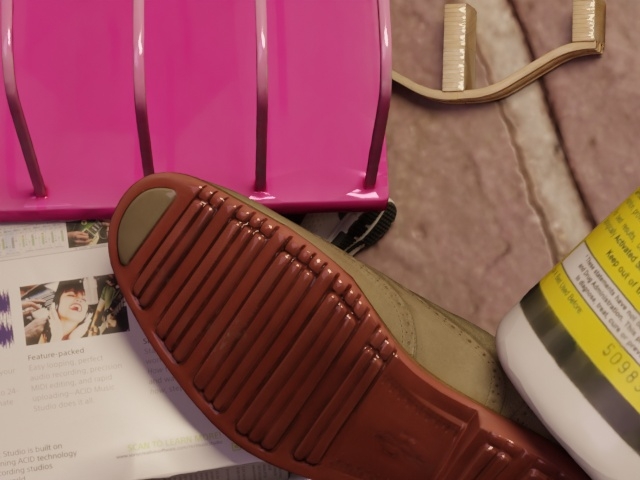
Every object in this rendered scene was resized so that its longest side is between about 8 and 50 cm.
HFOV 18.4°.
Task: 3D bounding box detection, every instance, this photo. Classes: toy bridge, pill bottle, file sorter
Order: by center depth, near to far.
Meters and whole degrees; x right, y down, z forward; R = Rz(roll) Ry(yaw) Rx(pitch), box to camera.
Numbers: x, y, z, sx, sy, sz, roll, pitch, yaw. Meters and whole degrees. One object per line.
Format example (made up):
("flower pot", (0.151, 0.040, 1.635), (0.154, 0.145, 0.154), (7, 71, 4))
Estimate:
("pill bottle", (0.274, 0.006, 1.093), (0.334, 0.188, 0.188), (-45, 70, 11))
("file sorter", (-0.104, -0.140, 1.170), (0.291, 0.182, 0.202), (-2, 68, -3))
("toy bridge", (0.089, -0.120, 1.271), (0.188, 0.026, 0.063), (-1, 84, 22))

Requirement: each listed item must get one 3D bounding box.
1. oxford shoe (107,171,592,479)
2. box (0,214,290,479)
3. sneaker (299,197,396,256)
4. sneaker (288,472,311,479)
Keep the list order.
("oxford shoe", (0.027, 0.077, 1.171), (0.348, 0.130, 0.123), (40, 114, 0))
("box", (-0.156, 0.009, 1.239), (0.232, 0.058, 0.322), (-7, 70, -5))
("sneaker", (0.000, 0.000, 1.290), (0.109, 0.040, 0.043), (-41, 54, 9))
("sneaker", (-0.017, 0.185, 1.249), (0.212, 0.080, 0.094), (-17, 82, 17))
